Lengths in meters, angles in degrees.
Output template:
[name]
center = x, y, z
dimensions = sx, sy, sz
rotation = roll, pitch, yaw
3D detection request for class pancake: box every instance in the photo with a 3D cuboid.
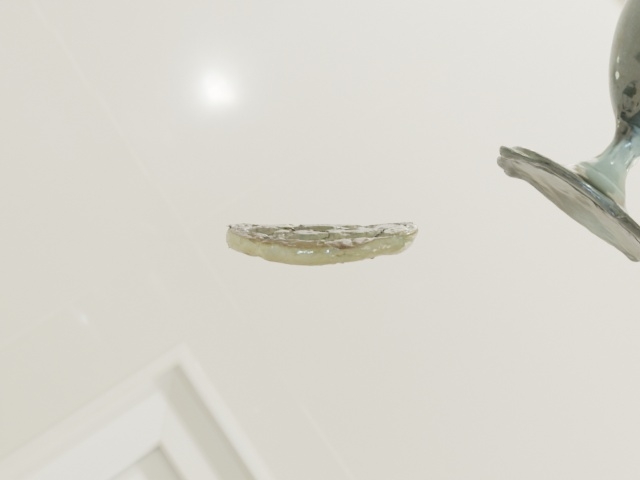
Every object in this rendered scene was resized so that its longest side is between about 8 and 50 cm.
[pancake]
center = 0.000, 0.000, 1.003
dimensions = 0.158, 0.158, 0.028
rotation = -167, -106, -68

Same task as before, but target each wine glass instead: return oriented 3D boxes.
[wine glass]
center = 0.197, -0.100, 0.671
dimensions = 0.103, 0.222, 0.103
rotation = 39, -2, 2
